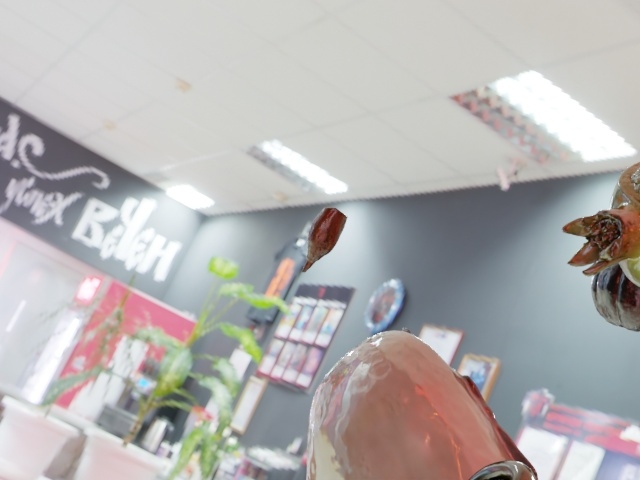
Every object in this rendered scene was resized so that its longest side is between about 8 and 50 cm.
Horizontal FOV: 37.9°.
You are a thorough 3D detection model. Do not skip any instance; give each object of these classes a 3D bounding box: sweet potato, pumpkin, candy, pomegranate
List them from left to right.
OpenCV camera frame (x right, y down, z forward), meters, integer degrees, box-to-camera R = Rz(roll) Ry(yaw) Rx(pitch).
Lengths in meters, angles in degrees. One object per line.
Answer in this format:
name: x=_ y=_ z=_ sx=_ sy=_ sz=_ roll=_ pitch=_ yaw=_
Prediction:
sweet potato: x=0.000 y=0.000 z=1.423 sx=0.049 sy=0.117 sz=0.049 roll=28 pitch=12 yaw=-7
candy: x=0.111 y=0.329 z=1.020 sx=0.427 sy=0.186 sz=0.386 roll=50 pitch=-31 yaw=43
pumpkin: x=0.639 y=0.097 z=1.817 sx=0.221 sy=0.161 sz=0.220 roll=1 pitch=7 yaw=0
pomegranate: x=0.525 y=-0.015 z=1.379 sx=0.341 sy=0.260 sz=0.260 roll=-10 pitch=-9 yaw=-9

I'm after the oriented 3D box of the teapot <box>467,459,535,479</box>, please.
teapot: x=0.077 y=0.276 z=0.692 sx=0.186 sy=0.267 sz=0.175 roll=41 pitch=-28 yaw=-6
